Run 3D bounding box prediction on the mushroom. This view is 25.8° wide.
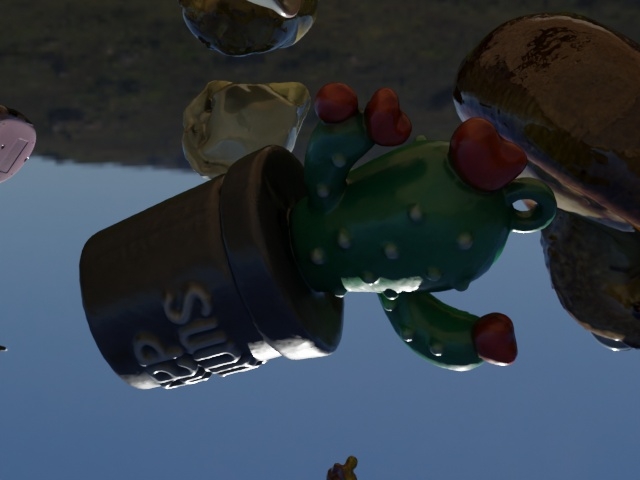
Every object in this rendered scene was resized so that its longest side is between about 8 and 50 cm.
[{"bbox_3d":[0.271,-0.060,1.379,0.345,0.259,0.345,32,-177,-2],"label":"mushroom"}]

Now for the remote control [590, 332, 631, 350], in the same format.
[{"bbox_3d":[0.343,0.019,1.726,0.087,0.244,0.047,-21,176,2],"label":"remote control"}]

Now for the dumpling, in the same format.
[{"bbox_3d":[-0.119,-0.167,2.058,0.162,0.132,0.250,26,-132,17],"label":"dumpling"}]

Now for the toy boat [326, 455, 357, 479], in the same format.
[{"bbox_3d":[0.062,0.440,1.872,0.099,0.318,0.141,-35,-151,-28],"label":"toy boat"}]

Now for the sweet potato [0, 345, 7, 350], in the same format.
[{"bbox_3d":[-0.452,0.136,1.752,0.117,0.049,0.049,3,-175,-24],"label":"sweet potato"}]

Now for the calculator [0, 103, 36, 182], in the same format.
[{"bbox_3d":[-0.387,-0.110,1.641,0.024,0.103,0.166,37,-175,16],"label":"calculator"}]

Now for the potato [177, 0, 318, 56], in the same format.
[{"bbox_3d":[-0.098,-0.354,2.017,0.140,0.173,0.300,-13,-170,29],"label":"potato"}]

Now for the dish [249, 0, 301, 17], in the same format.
[{"bbox_3d":[-0.101,-0.368,1.693,0.081,0.229,0.229,-18,-179,21],"label":"dish"}]

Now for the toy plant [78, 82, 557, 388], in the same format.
[{"bbox_3d":[0.005,0.012,1.189,0.400,0.279,0.185,-19,-171,17],"label":"toy plant"}]
